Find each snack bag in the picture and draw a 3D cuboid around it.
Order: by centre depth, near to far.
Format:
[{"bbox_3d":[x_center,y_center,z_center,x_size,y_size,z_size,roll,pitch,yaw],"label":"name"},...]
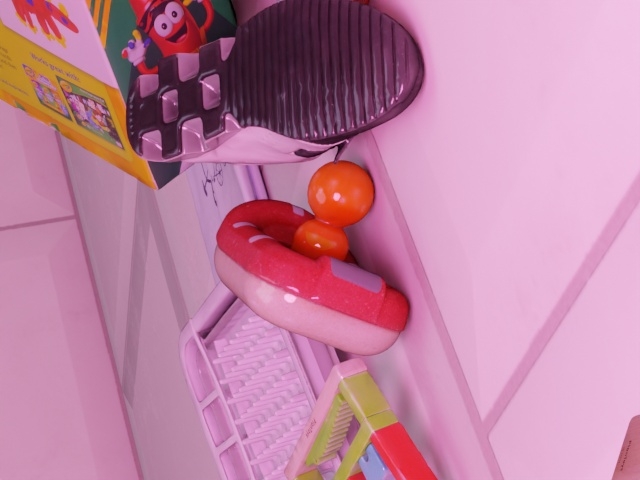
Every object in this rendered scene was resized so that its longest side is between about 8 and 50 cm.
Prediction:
[{"bbox_3d":[-0.136,-0.085,1.749,0.342,0.037,0.323,113,143,-62],"label":"snack bag"}]

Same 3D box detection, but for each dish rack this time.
[{"bbox_3d":[-0.043,0.180,1.440,0.285,0.072,0.333,68,155,15],"label":"dish rack"}]

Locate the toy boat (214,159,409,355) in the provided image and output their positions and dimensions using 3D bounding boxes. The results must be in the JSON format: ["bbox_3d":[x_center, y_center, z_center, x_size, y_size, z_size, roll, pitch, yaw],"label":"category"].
[{"bbox_3d":[0.000,0.000,1.212,0.151,0.151,0.231,-67,22,4],"label":"toy boat"}]

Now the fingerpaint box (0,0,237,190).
[{"bbox_3d":[-0.294,-0.307,1.410,0.445,0.163,0.371,28,147,41],"label":"fingerpaint box"}]

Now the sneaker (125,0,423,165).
[{"bbox_3d":[-0.015,-0.128,1.173,0.331,0.146,0.122,-4,82,47],"label":"sneaker"}]

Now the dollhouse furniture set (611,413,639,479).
[{"bbox_3d":[0.218,0.181,0.724,0.144,0.123,0.151,132,161,-70],"label":"dollhouse furniture set"}]

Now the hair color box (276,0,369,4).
[{"bbox_3d":[0.003,-0.234,1.157,0.167,0.053,0.093,141,117,-70],"label":"hair color box"}]

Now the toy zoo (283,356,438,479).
[{"bbox_3d":[0.069,0.269,1.166,0.293,0.030,0.192,57,147,27],"label":"toy zoo"}]

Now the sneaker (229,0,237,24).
[{"bbox_3d":[-0.217,-0.426,1.599,0.482,0.202,0.185,60,147,8],"label":"sneaker"}]
